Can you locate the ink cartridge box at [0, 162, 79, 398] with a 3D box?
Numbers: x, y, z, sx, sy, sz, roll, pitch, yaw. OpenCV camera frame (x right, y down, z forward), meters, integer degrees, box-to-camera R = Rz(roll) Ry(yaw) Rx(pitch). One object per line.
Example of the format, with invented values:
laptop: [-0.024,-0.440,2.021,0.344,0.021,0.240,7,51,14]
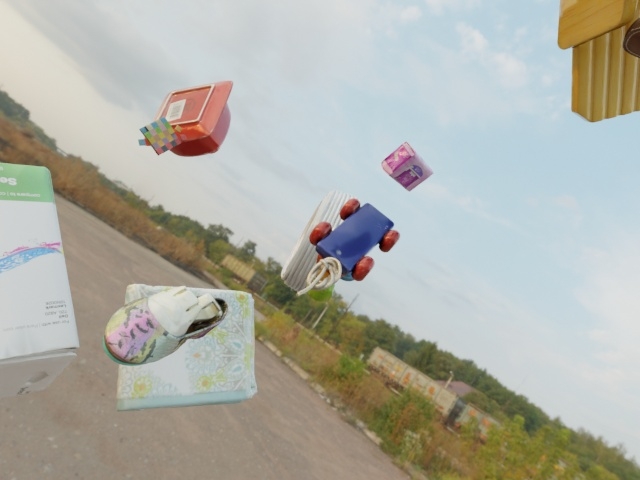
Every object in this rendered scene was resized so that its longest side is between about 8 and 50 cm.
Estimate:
ink cartridge box: [-0.444,0.062,0.587,0.117,0.201,0.278,-1,62,-46]

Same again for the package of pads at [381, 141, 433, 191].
package of pads: [0.129,-0.106,0.623,0.083,0.050,0.032,22,34,-54]

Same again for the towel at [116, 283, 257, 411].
towel: [-0.355,0.294,1.176,0.374,0.320,0.090,9,-24,-34]

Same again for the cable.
cable: [0.000,0.000,0.969,0.089,0.257,0.257,28,7,-4]

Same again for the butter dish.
butter dish: [-0.238,-0.220,0.832,0.160,0.160,0.118,-2,-33,19]

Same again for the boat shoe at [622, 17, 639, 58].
boat shoe: [0.718,-0.329,0.757,0.324,0.116,0.123,32,-11,32]

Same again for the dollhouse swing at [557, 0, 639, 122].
dollhouse swing: [0.749,-0.440,0.899,0.315,0.347,0.305,-97,173,-79]

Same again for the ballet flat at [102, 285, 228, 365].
ballet flat: [-0.172,0.092,0.518,0.077,0.079,0.221,55,4,8]

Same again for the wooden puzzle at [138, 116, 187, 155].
wooden puzzle: [-0.260,-0.172,0.691,0.006,0.083,0.049,-12,-63,47]

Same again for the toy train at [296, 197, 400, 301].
toy train: [0.013,0.049,0.665,0.105,0.248,0.143,39,-44,11]
